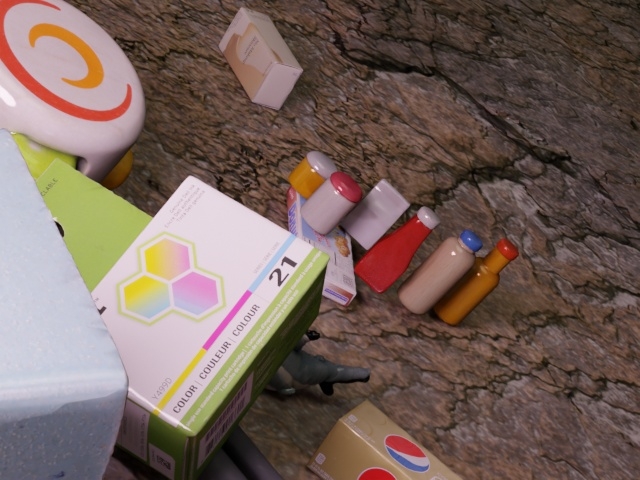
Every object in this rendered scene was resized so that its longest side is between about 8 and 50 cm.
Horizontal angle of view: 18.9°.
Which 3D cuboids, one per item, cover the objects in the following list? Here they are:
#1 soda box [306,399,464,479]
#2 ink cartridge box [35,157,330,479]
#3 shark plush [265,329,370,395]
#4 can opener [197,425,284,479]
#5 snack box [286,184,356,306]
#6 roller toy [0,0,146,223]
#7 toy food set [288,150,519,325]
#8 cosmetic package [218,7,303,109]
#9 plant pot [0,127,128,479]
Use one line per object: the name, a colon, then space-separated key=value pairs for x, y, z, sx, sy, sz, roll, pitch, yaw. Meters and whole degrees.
soda box: x=0.081 y=0.217 z=1.597 sx=0.181 sy=0.058 sz=0.061 roll=39 pitch=25 yaw=12
ink cartridge box: x=-0.152 y=0.037 z=1.462 sx=0.255 sy=0.097 sz=0.189 roll=31 pitch=61 yaw=12
shark plush: x=-0.024 y=0.103 z=1.661 sx=0.161 sy=0.067 sz=0.073 roll=25 pitch=26 yaw=-19
can opener: x=-0.098 y=0.123 z=1.502 sx=0.076 sy=0.095 sz=0.283 roll=-2 pitch=43 yaw=-52
snack box: x=0.000 y=0.000 z=1.934 sx=0.064 sy=0.022 sz=0.178 roll=27 pitch=25 yaw=-17
roller toy: x=-0.262 y=-0.113 z=1.670 sx=0.191 sy=0.146 sz=0.209 roll=49 pitch=31 yaw=7
toy food set: x=0.080 y=-0.017 z=1.922 sx=0.232 sy=0.104 sz=0.111 roll=43 pitch=21 yaw=-1
cosmetic package: x=-0.069 y=-0.207 z=2.185 sx=0.041 sy=0.060 sz=0.115 roll=13 pitch=30 yaw=-36
plant pot: x=-0.293 y=0.100 z=1.148 sx=0.252 sy=0.247 sz=0.247 roll=-2 pitch=41 yaw=-29
